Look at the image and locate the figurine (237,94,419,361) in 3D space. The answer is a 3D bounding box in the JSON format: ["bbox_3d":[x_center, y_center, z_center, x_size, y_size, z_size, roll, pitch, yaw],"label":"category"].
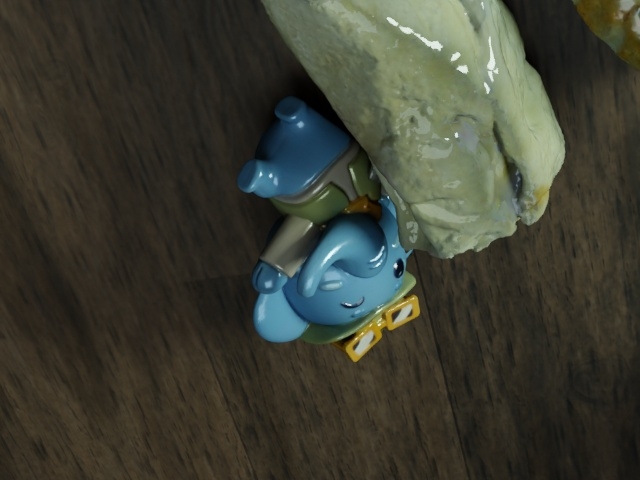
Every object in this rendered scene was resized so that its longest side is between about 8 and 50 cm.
[{"bbox_3d":[-0.001,-0.002,1.359,0.154,0.180,0.262,-1,143,33],"label":"figurine"}]

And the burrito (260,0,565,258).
[{"bbox_3d":[0.087,-0.145,1.208,0.190,0.135,0.332,-34,125,-1],"label":"burrito"}]

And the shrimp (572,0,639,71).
[{"bbox_3d":[0.283,-0.256,1.162,0.185,0.068,0.287,10,111,2],"label":"shrimp"}]
